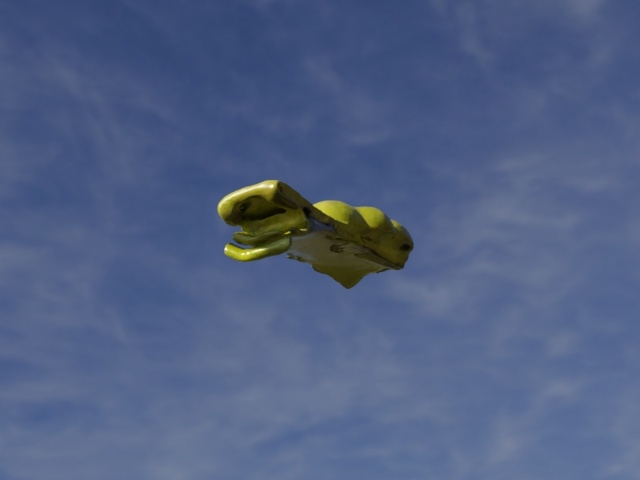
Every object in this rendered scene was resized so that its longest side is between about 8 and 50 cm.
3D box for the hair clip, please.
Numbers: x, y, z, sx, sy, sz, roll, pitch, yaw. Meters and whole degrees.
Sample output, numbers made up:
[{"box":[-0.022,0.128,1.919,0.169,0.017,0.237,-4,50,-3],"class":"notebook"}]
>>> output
[{"box":[0.000,0.000,0.821,0.072,0.046,0.173,-16,-15,29],"class":"hair clip"}]
